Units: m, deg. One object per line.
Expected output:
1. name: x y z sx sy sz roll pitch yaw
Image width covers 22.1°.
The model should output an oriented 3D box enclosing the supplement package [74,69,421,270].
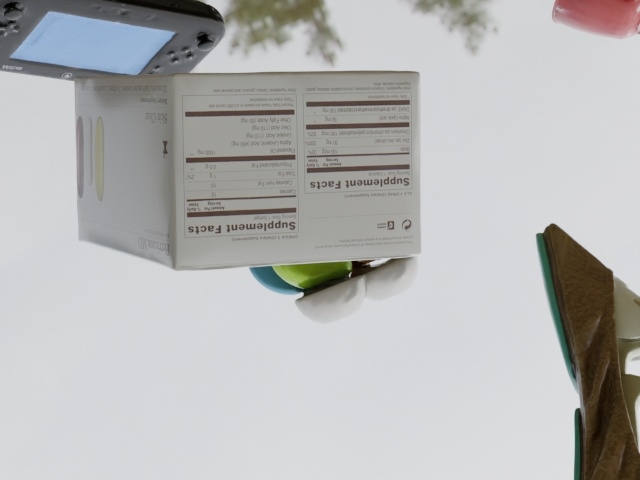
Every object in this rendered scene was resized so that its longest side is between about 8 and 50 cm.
1. supplement package: -0.067 -0.063 1.315 0.204 0.145 0.262 -4 -174 -24

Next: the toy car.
1. toy car: 0.000 0.000 1.670 0.182 0.159 0.136 -22 -178 -43

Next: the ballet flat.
1. ballet flat: 0.282 0.136 1.525 0.124 0.116 0.342 -11 -118 12

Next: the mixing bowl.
1. mixing bowl: 0.382 -0.319 2.032 0.098 0.181 0.181 39 -123 15

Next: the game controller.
1. game controller: -0.271 -0.243 1.939 0.166 0.319 0.067 -48 -128 37
